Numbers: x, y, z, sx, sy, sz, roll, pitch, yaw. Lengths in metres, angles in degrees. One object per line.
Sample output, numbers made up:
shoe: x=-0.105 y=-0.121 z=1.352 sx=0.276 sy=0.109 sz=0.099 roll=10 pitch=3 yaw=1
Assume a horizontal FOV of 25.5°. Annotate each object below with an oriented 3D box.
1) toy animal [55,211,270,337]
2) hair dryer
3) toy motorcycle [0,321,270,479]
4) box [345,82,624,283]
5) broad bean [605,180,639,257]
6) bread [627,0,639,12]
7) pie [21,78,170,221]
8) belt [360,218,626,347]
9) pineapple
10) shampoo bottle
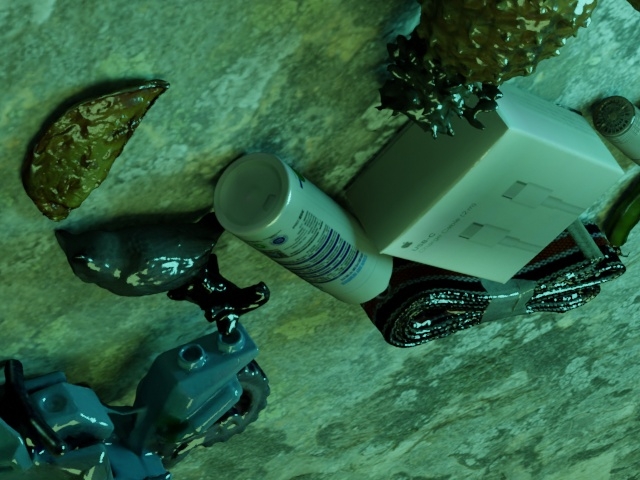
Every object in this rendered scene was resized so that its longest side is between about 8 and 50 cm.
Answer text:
toy animal: x=-0.156 y=0.013 z=1.410 sx=0.210 sy=0.121 sz=0.117 roll=24 pitch=102 yaw=-46
hair dryer: x=0.443 y=-0.178 z=1.676 sx=0.220 sy=0.053 sz=0.195 roll=-46 pitch=147 yaw=13
toy motorcycle: x=-0.244 y=0.204 z=1.535 sx=0.416 sy=0.172 sz=0.232 roll=-21 pitch=139 yaw=-18
box: x=0.184 y=-0.066 z=1.563 sx=0.203 sy=0.106 sz=0.252 roll=-44 pitch=145 yaw=25
broad bean: x=0.432 y=-0.060 z=1.834 sx=0.069 sy=0.039 sz=0.227 roll=2 pitch=138 yaw=-32
bread: x=0.367 y=-0.306 z=1.369 sx=0.199 sy=0.104 sz=0.199 roll=-22 pitch=144 yaw=-17
pie: x=-0.219 y=-0.079 z=1.279 sx=0.088 sy=0.033 sz=0.191 roll=13 pitch=129 yaw=-43
belt: x=0.213 y=0.052 z=1.762 sx=0.359 sy=0.094 sz=0.126 roll=-12 pitch=146 yaw=-26
pineapple: x=0.135 y=-0.193 z=1.325 sx=0.158 sy=0.158 sz=0.278 roll=-5 pitch=153 yaw=-35
shampoo bottle: x=0.000 y=0.000 z=1.515 sx=0.092 sy=0.092 sz=0.303 roll=-38 pitch=148 yaw=12
